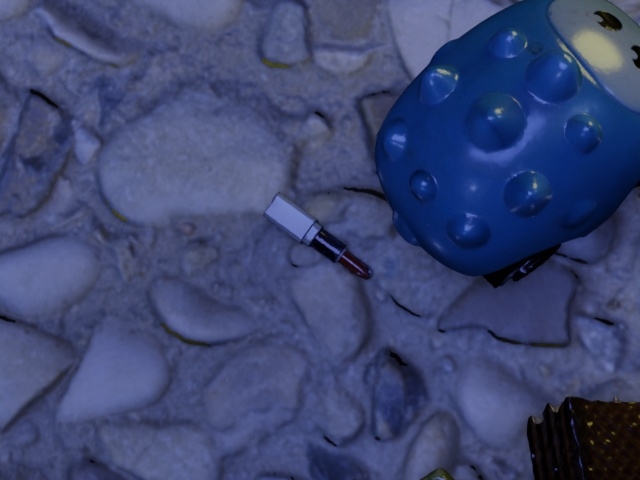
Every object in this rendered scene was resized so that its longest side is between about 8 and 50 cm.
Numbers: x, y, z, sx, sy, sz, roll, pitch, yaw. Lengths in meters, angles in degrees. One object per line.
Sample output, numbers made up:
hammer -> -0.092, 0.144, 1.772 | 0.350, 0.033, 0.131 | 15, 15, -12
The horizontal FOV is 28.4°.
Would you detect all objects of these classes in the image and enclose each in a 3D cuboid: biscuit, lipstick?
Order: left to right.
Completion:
lipstick -> 0.000, 0.000, 1.091 | 0.107, 0.025, 0.025 | 37, 90, 7
biscuit -> 0.231, 0.234, 0.956 | 0.106, 0.070, 0.252 | 4, 66, -23

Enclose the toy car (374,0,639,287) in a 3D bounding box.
toy car -> 0.161, -0.090, 0.996 | 0.255, 0.190, 0.188 | -35, 77, 1

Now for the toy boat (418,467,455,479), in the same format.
toy boat -> 0.142, 0.315, 0.993 | 0.111, 0.084, 0.276 | -35, 74, 5
